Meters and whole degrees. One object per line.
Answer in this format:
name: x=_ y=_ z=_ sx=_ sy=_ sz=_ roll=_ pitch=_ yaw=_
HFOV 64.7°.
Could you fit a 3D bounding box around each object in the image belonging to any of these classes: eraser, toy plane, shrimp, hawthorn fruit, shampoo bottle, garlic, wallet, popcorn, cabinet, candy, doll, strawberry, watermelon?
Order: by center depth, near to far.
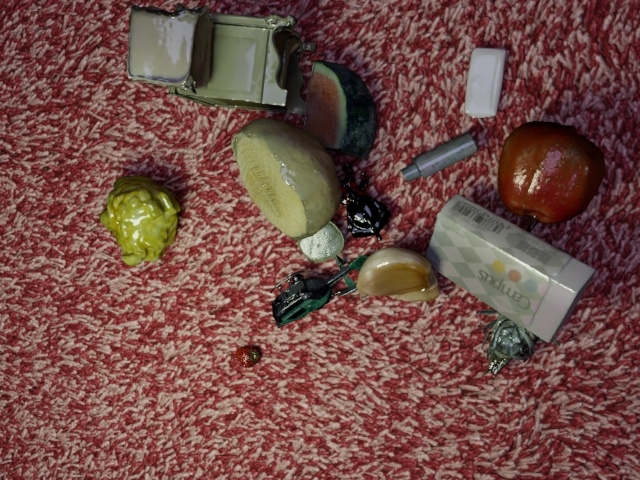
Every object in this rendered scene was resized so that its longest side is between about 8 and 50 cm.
candy: x=-0.349 y=-0.452 z=1.198 sx=0.185 sy=0.137 sz=0.195 roll=9 pitch=101 yaw=9
hawthorn fruit: x=0.563 y=-0.141 z=1.285 sx=0.254 sy=0.254 sz=0.300 roll=23 pitch=92 yaw=8
eraser: x=0.468 y=0.063 z=1.312 sx=0.397 sy=0.082 sz=0.213 roll=36 pitch=132 yaw=34
cabinet: x=-0.200 y=-0.482 z=1.383 sx=0.318 sy=0.290 sz=0.227 roll=8 pitch=99 yaw=10
wallet: x=0.449 y=-0.430 z=1.384 sx=0.095 sy=0.033 sz=0.190 roll=10 pitch=99 yaw=12
shrimp: x=0.563 y=0.213 z=1.390 sx=0.221 sy=0.166 sz=0.410 roll=34 pitch=90 yaw=33
shampoo bottle: x=0.330 y=-0.229 z=1.418 sx=0.214 sy=0.072 sz=0.072 roll=-26 pitch=92 yaw=14
watermelon: x=0.030 y=-0.365 z=1.432 sx=0.226 sy=0.148 sz=0.318 roll=-25 pitch=90 yaw=21
garlic: x=0.213 y=0.095 z=1.443 sx=0.228 sy=0.217 sz=0.110 roll=-11 pitch=51 yaw=17
doll: x=0.115 y=-0.105 z=1.477 sx=0.127 sy=0.088 sz=0.248 roll=-41 pitch=78 yaw=34
toy plane: x=-0.014 y=0.152 z=1.510 sx=0.382 sy=0.155 sz=0.106 roll=-37 pitch=46 yaw=11
popcorn: x=-0.552 y=-0.061 z=1.546 sx=0.235 sy=0.242 sz=0.250 roll=6 pitch=108 yaw=-15
strawberry: x=-0.236 y=0.371 z=1.619 sx=0.083 sy=0.073 sz=0.073 roll=-1 pitch=98 yaw=37

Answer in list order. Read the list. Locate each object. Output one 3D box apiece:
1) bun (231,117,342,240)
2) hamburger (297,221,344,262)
bun: x=-0.075 y=-0.183 z=1.395 sx=0.202 sy=0.364 sz=0.364 roll=-37 pitch=89 yaw=-22
hamburger: x=0.000 y=0.000 z=1.521 sx=0.140 sy=0.062 sz=0.133 roll=-31 pitch=94 yaw=12
